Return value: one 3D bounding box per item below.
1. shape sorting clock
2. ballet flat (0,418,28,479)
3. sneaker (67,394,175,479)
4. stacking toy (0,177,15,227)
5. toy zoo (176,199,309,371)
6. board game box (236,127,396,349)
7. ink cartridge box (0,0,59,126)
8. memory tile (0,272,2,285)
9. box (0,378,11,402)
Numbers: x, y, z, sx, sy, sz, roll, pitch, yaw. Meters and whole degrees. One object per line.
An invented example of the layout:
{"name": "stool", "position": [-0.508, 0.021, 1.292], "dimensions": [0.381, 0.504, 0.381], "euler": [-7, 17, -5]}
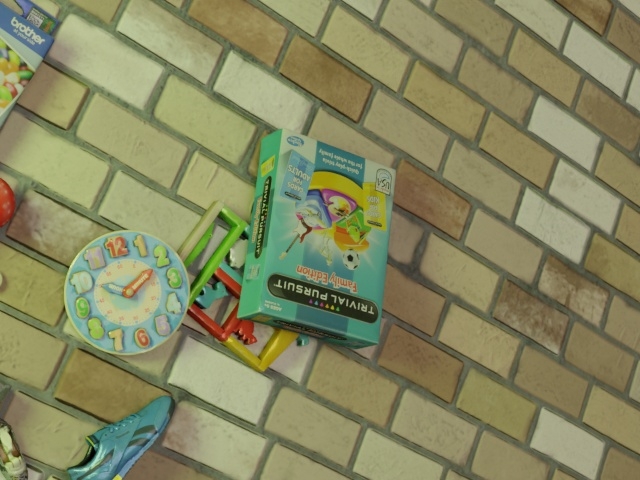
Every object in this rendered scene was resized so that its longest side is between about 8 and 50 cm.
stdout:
{"name": "shape sorting clock", "position": [-0.315, 0.085, 1.865], "dimensions": [0.206, 0.040, 0.206], "euler": [1, 88, -16]}
{"name": "ballet flat", "position": [-0.481, 0.331, 1.761], "dimensions": [0.041, 0.041, 0.114], "euler": [-24, 96, -30]}
{"name": "sneaker", "position": [-0.320, 0.318, 1.838], "dimensions": [0.082, 0.069, 0.209], "euler": [47, 65, -13]}
{"name": "stacking toy", "position": [-0.610, -0.027, 1.685], "dimensions": [0.330, 0.141, 0.141], "euler": [-14, 91, -36]}
{"name": "toy zoo", "position": [-0.127, 0.094, 1.996], "dimensions": [0.293, 0.030, 0.192], "euler": [43, 66, -19]}
{"name": "board game box", "position": [0.000, 0.000, 2.024], "dimensions": [0.253, 0.079, 0.336], "euler": [17, 69, -30]}
{"name": "ink cartridge box", "position": [-0.550, -0.280, 1.782], "dimensions": [0.185, 0.065, 0.311], "euler": [35, 67, -22]}
{"name": "memory tile", "position": [-0.575, 0.058, 1.754], "dimensions": [0.148, 0.012, 0.113], "euler": [-34, 101, -29]}
{"name": "box", "position": [-0.601, 0.261, 1.690], "dimensions": [0.183, 0.056, 0.231], "euler": [39, 67, -21]}
